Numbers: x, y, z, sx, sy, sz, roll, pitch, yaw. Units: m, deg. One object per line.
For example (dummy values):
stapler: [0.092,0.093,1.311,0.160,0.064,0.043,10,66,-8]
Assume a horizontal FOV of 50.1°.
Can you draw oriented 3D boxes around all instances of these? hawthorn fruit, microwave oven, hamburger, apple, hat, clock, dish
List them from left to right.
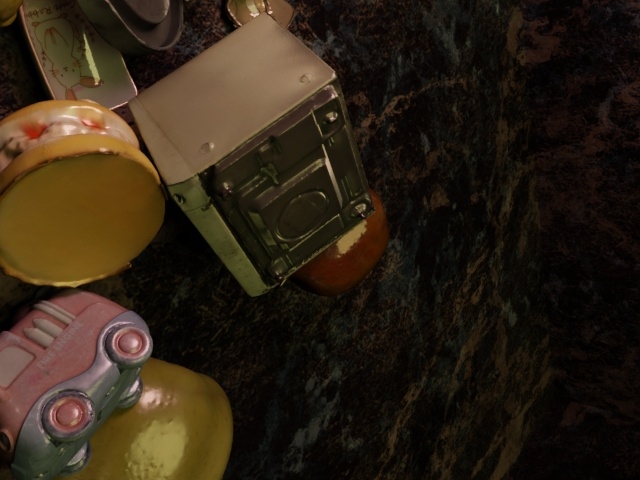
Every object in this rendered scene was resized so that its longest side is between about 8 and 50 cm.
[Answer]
dish: [-0.396,-0.301,1.084,0.151,0.077,0.212,-39,125,-43]
hamburger: [-0.370,-0.074,1.040,0.261,0.186,0.303,-38,143,8]
clock: [-0.313,-0.432,1.087,0.280,0.056,0.280,-12,90,-72]
apple: [-0.337,0.405,1.293,0.320,0.311,0.360,21,75,-6]
hat: [-0.121,-0.475,1.412,0.147,0.085,0.175,59,29,-24]
microwave oven: [-0.101,-0.124,1.210,0.333,0.247,0.394,-35,148,-6]
hawthorn fruit: [0.000,0.000,1.490,0.300,0.268,0.267,-54,135,-21]

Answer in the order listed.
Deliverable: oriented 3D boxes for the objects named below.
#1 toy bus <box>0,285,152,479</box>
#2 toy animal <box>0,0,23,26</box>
toy bus: [-0.412,0.207,1.062,0.294,0.232,0.197,-54,175,-37]
toy animal: [-0.468,-0.472,0.882,0.180,0.181,0.362,-8,100,-55]
